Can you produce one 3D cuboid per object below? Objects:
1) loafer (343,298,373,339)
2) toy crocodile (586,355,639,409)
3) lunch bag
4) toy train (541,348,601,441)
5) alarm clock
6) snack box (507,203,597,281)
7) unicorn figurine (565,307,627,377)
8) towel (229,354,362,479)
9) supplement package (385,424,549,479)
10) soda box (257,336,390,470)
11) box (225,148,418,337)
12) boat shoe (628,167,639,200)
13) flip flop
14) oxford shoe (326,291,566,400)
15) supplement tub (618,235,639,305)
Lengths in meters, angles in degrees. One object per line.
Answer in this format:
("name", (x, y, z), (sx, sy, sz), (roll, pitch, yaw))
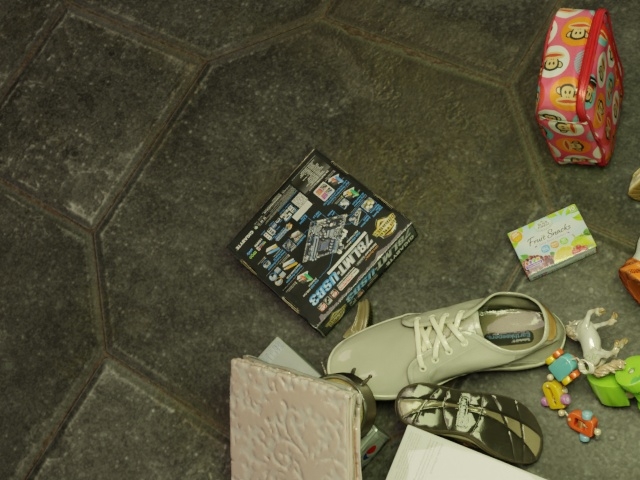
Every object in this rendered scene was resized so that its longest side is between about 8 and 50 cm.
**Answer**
("loafer", (0.071, 0.185, 1.918), (0.050, 0.056, 0.147), (6, 70, 15))
("toy crocodile", (0.619, 0.217, 1.646), (0.341, 0.115, 0.105), (-25, 32, 34))
("lunch bag", (0.498, -0.301, 1.833), (0.120, 0.293, 0.258), (6, 72, 27))
("toy train", (0.457, 0.268, 1.724), (0.046, 0.166, 0.125), (-22, 28, -37))
("alarm clock", (0.033, 0.324, 1.753), (0.129, 0.064, 0.191), (12, 90, 28))
("snack box", (0.447, 0.004, 1.867), (0.141, 0.037, 0.100), (-25, 61, 9))
("unicorn figurine", (0.483, 0.170, 1.713), (0.111, 0.060, 0.161), (-46, 27, 42))
("towel", (-0.047, 0.387, 1.746), (0.332, 0.053, 0.316), (10, 103, 47))
("supplement package", (0.268, 0.463, 1.662), (0.293, 0.177, 0.175), (17, 75, 26))
("soda box", (-0.004, 0.315, 1.867), (0.286, 0.098, 0.091), (40, 86, 29))
("box", (0.000, 0.000, 2.011), (0.293, 0.073, 0.295), (39, 85, 28))
("boat shoe", (0.640, -0.140, 1.804), (0.170, 0.063, 0.059), (-42, 28, 47))
("flip flop", (0.268, 0.330, 1.755), (0.277, 0.080, 0.112), (14, 70, 2))
("oxford shoe", (0.226, 0.187, 1.790), (0.450, 0.130, 0.169), (-11, 60, 8))
("supplement tub", (0.702, 0.001, 1.681), (0.338, 0.207, 0.207), (-40, 61, 0))
